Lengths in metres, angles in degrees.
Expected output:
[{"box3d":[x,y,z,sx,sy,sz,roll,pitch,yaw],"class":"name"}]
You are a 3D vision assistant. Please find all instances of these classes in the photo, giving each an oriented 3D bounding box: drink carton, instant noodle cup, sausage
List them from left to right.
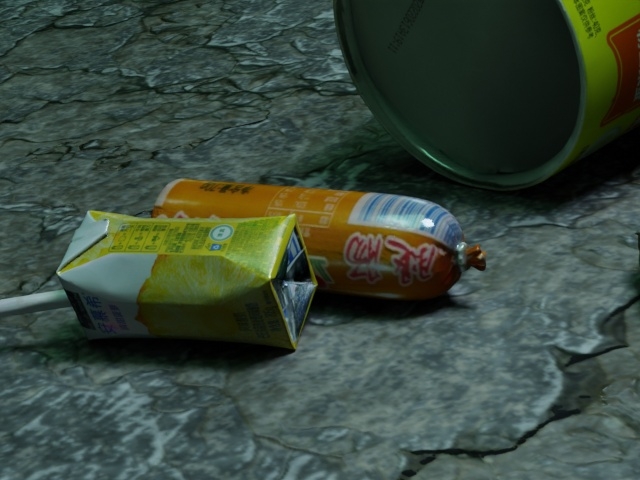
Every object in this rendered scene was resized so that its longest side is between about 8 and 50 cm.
[{"box3d":[-0.108,0.025,0.912,0.200,0.084,0.074,2,47,20],"class":"drink carton"},{"box3d":[0.000,0.000,0.949,0.234,0.071,0.071,5,25,30],"class":"sausage"},{"box3d":[0.170,-0.188,1.104,0.311,0.311,0.221,14,41,42],"class":"instant noodle cup"}]

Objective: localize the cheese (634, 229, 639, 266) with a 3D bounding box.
[{"box3d":[0.291,0.011,0.871,0.192,0.037,0.097,-5,23,8],"class":"cheese"}]
